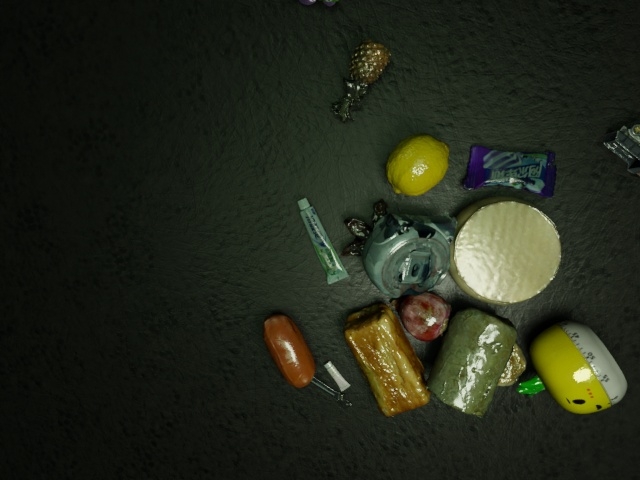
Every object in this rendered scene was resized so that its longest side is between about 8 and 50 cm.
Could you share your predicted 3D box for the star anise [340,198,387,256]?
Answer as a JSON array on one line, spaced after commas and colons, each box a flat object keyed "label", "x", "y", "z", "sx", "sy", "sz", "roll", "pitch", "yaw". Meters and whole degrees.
[{"label": "star anise", "x": 0.178, "y": -0.024, "z": 1.447, "sx": 0.214, "sy": 0.099, "sz": 0.219, "roll": 19, "pitch": 97, "yaw": -5}]

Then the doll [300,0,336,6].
[{"label": "doll", "x": -0.028, "y": -0.763, "z": 1.388, "sx": 0.191, "sy": 0.115, "sz": 0.050, "roll": 11, "pitch": 89, "yaw": 5}]

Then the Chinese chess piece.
[{"label": "Chinese chess piece", "x": 0.554, "y": 0.031, "z": 1.391, "sx": 0.339, "sy": 0.140, "sz": 0.337, "roll": 0, "pitch": 96, "yaw": 4}]

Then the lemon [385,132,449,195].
[{"label": "lemon", "x": 0.292, "y": -0.229, "z": 1.378, "sx": 0.181, "sy": 0.180, "sz": 0.193, "roll": 32, "pitch": 121, "yaw": 2}]

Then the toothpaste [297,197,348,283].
[{"label": "toothpaste", "x": 0.000, "y": 0.000, "z": 1.495, "sx": 0.075, "sy": 0.048, "sz": 0.296, "roll": -24, "pitch": 95, "yaw": 7}]

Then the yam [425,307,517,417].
[{"label": "yam", "x": 0.454, "y": 0.348, "z": 1.360, "sx": 0.195, "sy": 0.195, "sz": 0.299, "roll": 25, "pitch": 88, "yaw": 3}]

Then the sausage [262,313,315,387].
[{"label": "sausage", "x": -0.105, "y": 0.362, "z": 1.498, "sx": 0.133, "sy": 0.133, "sz": 0.258, "roll": -26, "pitch": 92, "yaw": 8}]

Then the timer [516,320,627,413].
[{"label": "timer", "x": 0.715, "y": 0.396, "z": 1.351, "sx": 0.286, "sy": 0.285, "sz": 0.284, "roll": 1, "pitch": 95, "yaw": 6}]

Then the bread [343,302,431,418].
[{"label": "bread", "x": 0.210, "y": 0.379, "z": 1.457, "sx": 0.195, "sy": 0.149, "sz": 0.343, "roll": -24, "pitch": 93, "yaw": 19}]

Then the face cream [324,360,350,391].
[{"label": "face cream", "x": 0.055, "y": 0.461, "z": 1.543, "sx": 0.038, "sy": 0.020, "sz": 0.115, "roll": -36, "pitch": 94, "yaw": 7}]

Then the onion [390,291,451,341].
[{"label": "onion", "x": 0.309, "y": 0.228, "z": 1.437, "sx": 0.195, "sy": 0.159, "sz": 0.159, "roll": 22, "pitch": 98, "yaw": 28}]

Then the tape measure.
[{"label": "tape measure", "x": 0.260, "y": 0.043, "z": 1.359, "sx": 0.257, "sy": 0.147, "sz": 0.274, "roll": 2, "pitch": 118, "yaw": -18}]

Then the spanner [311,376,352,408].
[{"label": "spanner", "x": 0.018, "y": 0.510, "z": 1.556, "sx": 0.209, "sy": 0.012, "sz": 0.046, "roll": 33, "pitch": 99, "yaw": 2}]

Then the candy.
[{"label": "candy", "x": 0.586, "y": -0.214, "z": 1.401, "sx": 0.276, "sy": 0.070, "sz": 0.145, "roll": 7, "pitch": 88, "yaw": 7}]

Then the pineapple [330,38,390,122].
[{"label": "pineapple", "x": 0.118, "y": -0.487, "z": 1.408, "sx": 0.125, "sy": 0.125, "sz": 0.251, "roll": 30, "pitch": 103, "yaw": 3}]

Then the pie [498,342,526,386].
[{"label": "pie", "x": 0.555, "y": 0.382, "z": 1.454, "sx": 0.194, "sy": 0.079, "sz": 0.163, "roll": 7, "pitch": 91, "yaw": 13}]

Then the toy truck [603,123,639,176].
[{"label": "toy truck", "x": 0.945, "y": -0.265, "z": 1.349, "sx": 0.192, "sy": 0.083, "sz": 0.092, "roll": 40, "pitch": 98, "yaw": 2}]
